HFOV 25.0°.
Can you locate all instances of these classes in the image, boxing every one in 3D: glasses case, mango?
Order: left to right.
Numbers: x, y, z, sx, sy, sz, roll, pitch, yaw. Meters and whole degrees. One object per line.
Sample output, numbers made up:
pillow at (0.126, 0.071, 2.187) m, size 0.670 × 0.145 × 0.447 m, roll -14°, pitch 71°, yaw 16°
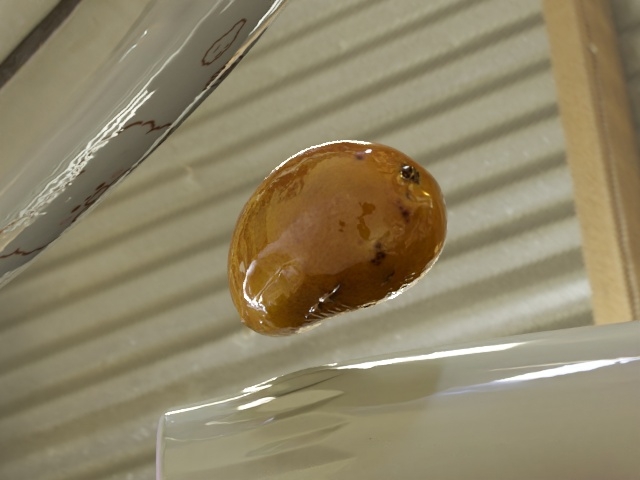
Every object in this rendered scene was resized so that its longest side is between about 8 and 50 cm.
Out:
glasses case at (-0.068, -0.033, 0.354) m, size 0.193 × 0.074 × 0.049 m, roll -42°, pitch -97°, yaw 22°
mango at (0.000, 0.000, 0.869) m, size 0.159 × 0.084 × 0.105 m, roll -32°, pitch -87°, yaw 22°

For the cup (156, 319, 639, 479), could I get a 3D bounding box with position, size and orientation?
cup at (0.096, 0.180, 0.856) m, size 0.371 × 0.253 × 0.253 m, roll -4°, pitch -119°, yaw -3°
